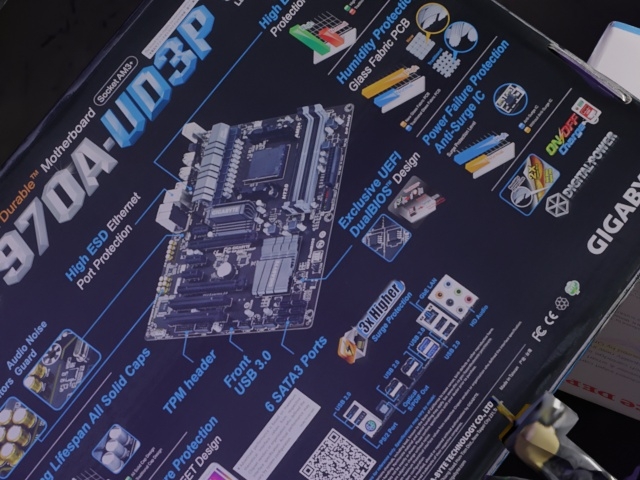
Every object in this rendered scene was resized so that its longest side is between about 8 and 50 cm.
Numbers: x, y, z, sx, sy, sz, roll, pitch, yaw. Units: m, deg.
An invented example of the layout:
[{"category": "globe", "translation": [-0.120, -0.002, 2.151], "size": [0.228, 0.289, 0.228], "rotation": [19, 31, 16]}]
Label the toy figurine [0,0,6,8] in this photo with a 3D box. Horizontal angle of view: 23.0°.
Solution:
[{"category": "toy figurine", "translation": [-0.248, -0.097, 0.650], "size": [0.213, 0.148, 0.209], "rotation": [-22, 33, 9]}]

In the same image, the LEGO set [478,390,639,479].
[{"category": "LEGO set", "translation": [0.119, 0.211, 0.441], "size": [0.255, 0.192, 0.331], "rotation": [19, 101, -12]}]

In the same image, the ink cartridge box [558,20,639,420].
[{"category": "ink cartridge box", "translation": [0.129, 0.006, 0.589], "size": [0.092, 0.143, 0.090], "rotation": [22, 65, 17]}]

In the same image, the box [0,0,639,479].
[{"category": "box", "translation": [-0.012, 0.014, 0.487], "size": [0.175, 0.051, 0.220], "rotation": [36, 80, 11]}]
